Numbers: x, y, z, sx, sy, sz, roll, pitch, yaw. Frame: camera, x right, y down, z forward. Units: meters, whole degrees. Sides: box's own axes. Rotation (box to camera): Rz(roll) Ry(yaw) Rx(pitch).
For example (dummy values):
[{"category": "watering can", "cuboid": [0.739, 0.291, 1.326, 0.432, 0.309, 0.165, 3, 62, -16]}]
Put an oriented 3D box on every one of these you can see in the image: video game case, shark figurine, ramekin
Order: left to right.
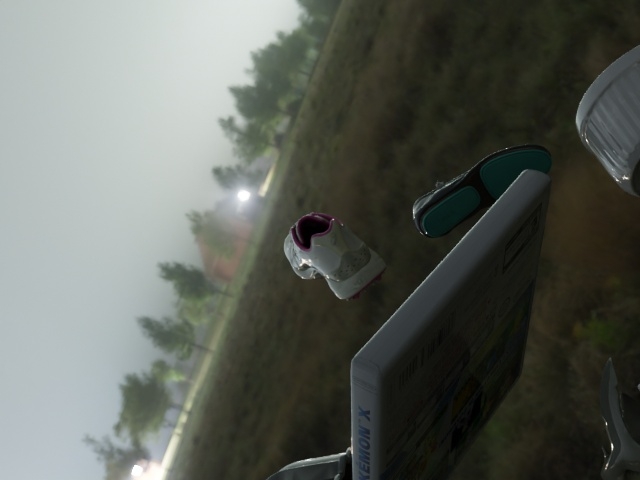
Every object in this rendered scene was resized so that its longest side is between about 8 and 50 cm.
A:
[{"category": "video game case", "cuboid": [0.133, 0.130, 0.943, 0.329, 0.036, 0.300, -43, -36, -39]}, {"category": "shark figurine", "cuboid": [0.290, 0.179, 0.830, 0.166, 0.278, 0.116, -40, 51, 34]}, {"category": "ramekin", "cuboid": [0.424, -0.140, 1.120, 0.207, 0.207, 0.109, 117, 145, -47]}]

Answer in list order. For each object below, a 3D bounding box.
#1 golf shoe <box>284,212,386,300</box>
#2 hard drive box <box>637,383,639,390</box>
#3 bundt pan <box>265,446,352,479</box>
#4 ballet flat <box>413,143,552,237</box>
[{"category": "golf shoe", "cuboid": [0.000, 0.000, 1.570, 0.115, 0.140, 0.306, -43, 22, -12]}, {"category": "hard drive box", "cuboid": [0.862, 0.302, 2.090, 0.232, 0.089, 0.181, -44, 29, -17]}, {"category": "bundt pan", "cuboid": [-0.012, 0.418, 1.135, 0.331, 0.124, 0.331, -3, -90, -78]}, {"category": "ballet flat", "cuboid": [0.211, -0.074, 1.256, 0.203, 0.074, 0.074, -31, 7, -1]}]
